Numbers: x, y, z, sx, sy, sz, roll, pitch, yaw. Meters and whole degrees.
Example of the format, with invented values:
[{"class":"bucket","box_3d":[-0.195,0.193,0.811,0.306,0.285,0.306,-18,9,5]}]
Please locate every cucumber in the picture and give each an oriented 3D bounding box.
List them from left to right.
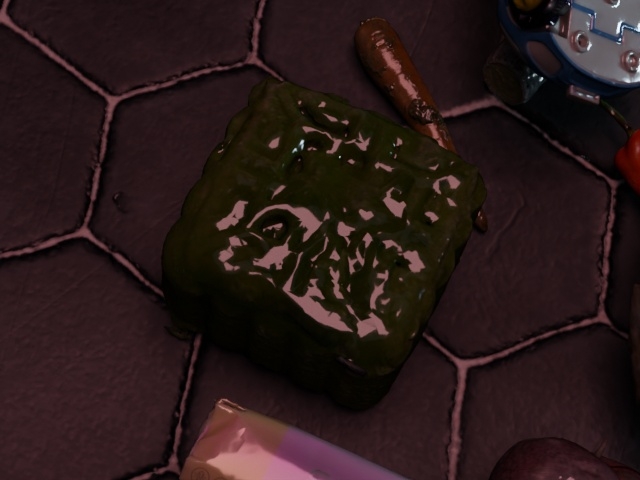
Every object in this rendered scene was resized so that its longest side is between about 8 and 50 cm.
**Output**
[{"class":"cucumber","box_3d":[0.215,-0.193,1.838,0.064,0.064,0.112,34,64,8]}]

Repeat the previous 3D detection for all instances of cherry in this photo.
[{"class":"cherry","box_3d":[0.217,0.257,1.602,0.176,0.176,0.140,-46,38,-21]}]

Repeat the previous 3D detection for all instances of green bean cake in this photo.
[{"class":"green bean cake","box_3d":[0.000,0.000,1.680,0.250,0.156,0.247,27,65,5]}]

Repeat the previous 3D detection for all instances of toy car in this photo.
[{"class":"toy car","box_3d":[0.251,-0.284,1.767,0.198,0.166,0.314,13,78,-34]}]

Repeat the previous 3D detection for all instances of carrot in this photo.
[{"class":"carrot","box_3d":[0.103,-0.118,1.807,0.049,0.049,0.254,-26,77,-16]}]

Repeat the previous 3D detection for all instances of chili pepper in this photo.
[{"class":"chili pepper","box_3d":[0.357,-0.037,1.788,0.071,0.063,0.272,-22,72,-41]}]

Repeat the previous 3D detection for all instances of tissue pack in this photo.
[{"class":"tissue pack","box_3d":[0.008,0.241,1.552,0.257,0.215,0.123,23,77,4]}]

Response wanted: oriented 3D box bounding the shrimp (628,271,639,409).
[{"class":"shrimp","box_3d":[0.397,0.204,1.611,0.110,0.221,0.445,-14,89,-43]}]
